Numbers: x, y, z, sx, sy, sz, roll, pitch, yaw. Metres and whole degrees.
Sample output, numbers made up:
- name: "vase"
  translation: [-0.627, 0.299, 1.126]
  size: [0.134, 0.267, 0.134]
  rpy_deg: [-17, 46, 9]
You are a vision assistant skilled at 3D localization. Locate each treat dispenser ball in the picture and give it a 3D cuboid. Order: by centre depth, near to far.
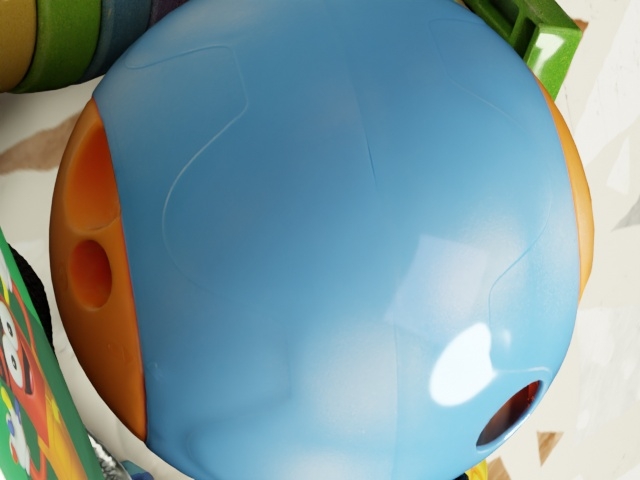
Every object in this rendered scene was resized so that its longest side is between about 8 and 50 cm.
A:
- name: "treat dispenser ball"
  translation: [0.000, 0.000, 0.811]
  size: [0.288, 0.288, 0.288]
  rpy_deg: [-24, 124, -41]

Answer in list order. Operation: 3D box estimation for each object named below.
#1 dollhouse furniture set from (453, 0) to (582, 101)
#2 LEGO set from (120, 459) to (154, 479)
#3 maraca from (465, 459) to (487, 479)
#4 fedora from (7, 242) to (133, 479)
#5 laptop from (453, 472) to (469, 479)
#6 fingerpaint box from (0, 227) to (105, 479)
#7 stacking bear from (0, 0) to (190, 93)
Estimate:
- name: "dollhouse furniture set"
  translation: [0.042, -0.081, 1.192]
  size: [0.197, 0.151, 0.301]
  rpy_deg: [0, 126, -28]
- name: "LEGO set"
  translation: [-0.165, 0.221, 1.067]
  size: [0.227, 0.093, 0.087]
  rpy_deg: [-12, 116, -46]
- name: "maraca"
  translation: [0.105, 0.206, 1.377]
  size: [0.186, 0.099, 0.127]
  rpy_deg: [-42, 144, -66]
- name: "fedora"
  translation: [-0.232, 0.079, 0.837]
  size: [0.334, 0.334, 0.152]
  rpy_deg: [60, 31, -45]
- name: "laptop"
  translation: [-0.043, 0.362, 0.947]
  size: [0.382, 0.236, 0.408]
  rpy_deg: [-59, 147, -24]
- name: "fingerpaint box"
  translation: [-0.338, 0.079, 0.573]
  size: [0.445, 0.163, 0.371]
  rpy_deg: [-16, 127, 0]
- name: "stacking bear"
  translation: [-0.193, -0.154, 0.823]
  size: [0.289, 0.175, 0.164]
  rpy_deg: [-19, 114, -32]
